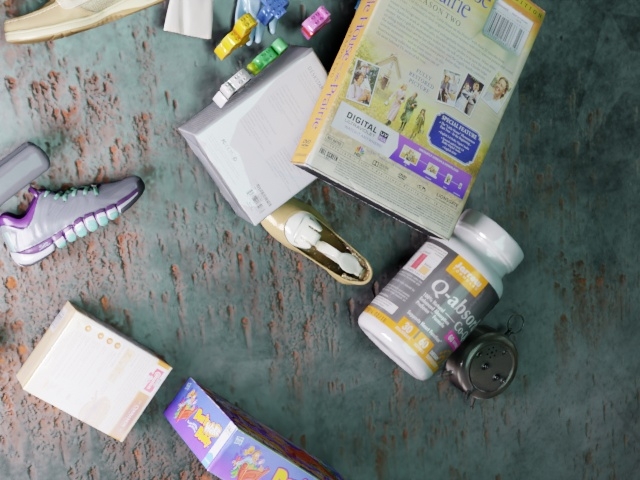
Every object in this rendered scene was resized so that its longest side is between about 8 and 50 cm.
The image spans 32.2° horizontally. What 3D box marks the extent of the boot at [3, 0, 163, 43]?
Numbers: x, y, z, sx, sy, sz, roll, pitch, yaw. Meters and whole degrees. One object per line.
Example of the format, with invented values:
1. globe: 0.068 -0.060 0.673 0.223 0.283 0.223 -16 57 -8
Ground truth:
1. boot: -0.347 -0.400 1.560 0.262 0.095 0.203 -21 104 -6

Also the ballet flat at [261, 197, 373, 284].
1. ballet flat: 0.000 0.000 1.828 0.232 0.073 0.080 34 87 -27

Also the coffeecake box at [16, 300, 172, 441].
1. coffeecake box: -0.349 0.204 1.720 0.185 0.068 0.142 36 86 -27

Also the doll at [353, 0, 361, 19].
1. doll: 0.108 -0.373 1.801 0.129 0.046 0.189 -23 112 -19

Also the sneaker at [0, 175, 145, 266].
1. sneaker: -0.371 -0.054 1.642 0.224 0.083 0.098 -33 109 -14

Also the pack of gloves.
1. pack of gloves: -0.139 -0.420 1.690 0.195 0.046 0.232 4 104 -37

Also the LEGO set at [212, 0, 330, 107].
1. LEGO set: -0.086 -0.310 1.664 0.227 0.093 0.087 -42 91 -16

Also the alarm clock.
1. alarm clock: 0.312 0.210 2.033 0.129 0.064 0.192 45 79 -26

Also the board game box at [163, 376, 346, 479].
1. board game box: -0.069 0.373 1.799 0.347 0.233 0.078 38 86 -28

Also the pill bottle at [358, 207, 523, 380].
1. pill bottle: 0.209 0.089 1.897 0.278 0.162 0.162 -48 117 -7

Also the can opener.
1. can opener: -0.516 -0.055 1.577 0.280 0.074 0.093 -35 114 -13

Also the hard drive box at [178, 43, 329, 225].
1. hard drive box: -0.073 -0.167 1.744 0.232 0.089 0.181 -38 115 -12

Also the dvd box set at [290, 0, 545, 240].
1. dvd box set: 0.163 -0.248 1.766 0.308 0.062 0.420 25 85 -31
